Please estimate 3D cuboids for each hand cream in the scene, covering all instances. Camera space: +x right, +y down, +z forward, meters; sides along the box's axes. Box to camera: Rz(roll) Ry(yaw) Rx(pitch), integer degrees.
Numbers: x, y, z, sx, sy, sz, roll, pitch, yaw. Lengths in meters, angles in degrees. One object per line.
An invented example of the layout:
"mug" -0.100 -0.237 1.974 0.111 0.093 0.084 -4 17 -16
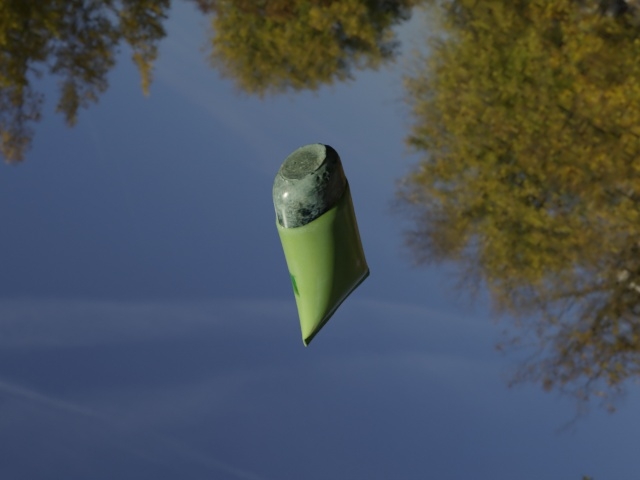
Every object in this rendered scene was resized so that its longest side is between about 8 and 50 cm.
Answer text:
"hand cream" 0.000 0.000 0.820 0.046 0.175 0.095 24 -124 29
